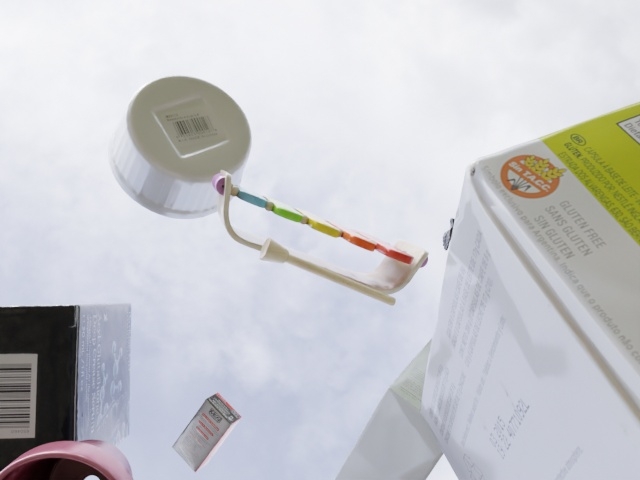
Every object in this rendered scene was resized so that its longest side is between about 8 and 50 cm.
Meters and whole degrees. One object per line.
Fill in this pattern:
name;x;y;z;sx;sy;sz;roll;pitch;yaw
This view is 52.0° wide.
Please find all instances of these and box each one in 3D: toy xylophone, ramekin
toy xylophone;0.000;0.000;0.898;0.322;0.236;0.081;20;-86;-23
ramekin;-0.270;-0.194;1.307;0.277;0.135;0.277;11;-118;-20

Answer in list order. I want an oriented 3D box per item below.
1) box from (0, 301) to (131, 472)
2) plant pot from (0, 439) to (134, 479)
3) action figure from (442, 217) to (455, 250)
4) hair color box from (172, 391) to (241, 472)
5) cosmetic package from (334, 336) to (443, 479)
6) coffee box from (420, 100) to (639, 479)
box;-0.503;0.264;1.233;0.212;0.395;0.293;0;-94;-4
plant pot;-0.346;0.368;0.919;0.201;0.180;0.201;0;-91;-5
action figure;0.450;0.027;1.670;0.275;0.164;0.141;13;-94;3
hair color box;-0.220;0.369;1.263;0.072;0.141;0.043;42;-157;15
cosmetic package;0.114;0.288;0.906;0.097;0.377;0.284;35;-148;19
coffee box;0.301;0.121;0.425;0.334;0.337;0.338;-21;-125;-13
